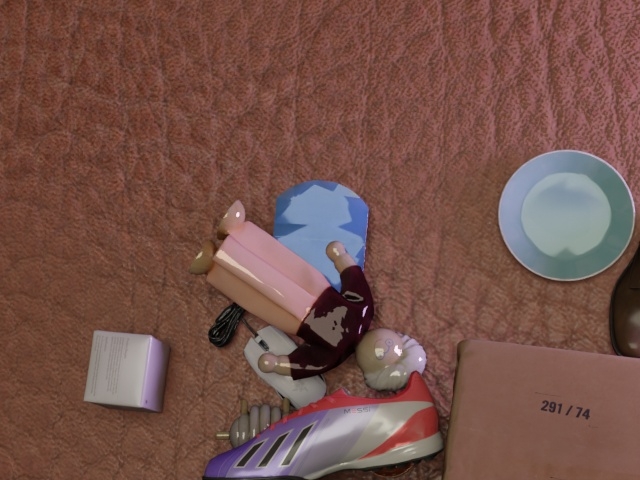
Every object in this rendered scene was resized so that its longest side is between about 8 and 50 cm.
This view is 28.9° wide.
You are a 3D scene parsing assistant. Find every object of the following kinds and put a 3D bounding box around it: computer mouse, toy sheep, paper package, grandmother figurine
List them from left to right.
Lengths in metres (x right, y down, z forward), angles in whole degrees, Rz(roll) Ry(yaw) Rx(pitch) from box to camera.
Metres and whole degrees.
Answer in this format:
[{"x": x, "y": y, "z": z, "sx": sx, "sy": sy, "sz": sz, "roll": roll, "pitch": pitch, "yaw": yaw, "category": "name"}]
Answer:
[{"x": -0.078, "y": 0.263, "z": 1.701, "sx": 0.132, "sy": 0.091, "sz": 0.091, "roll": -4, "pitch": 77, "yaw": 2, "category": "toy sheep"}, {"x": -0.068, "y": 0.156, "z": 1.743, "sx": 0.106, "sy": 0.042, "sz": 0.193, "roll": -45, "pitch": 76, "yaw": -4, "category": "computer mouse"}, {"x": -0.012, "y": 0.099, "z": 1.698, "sx": 0.342, "sy": 0.104, "sz": 0.208, "roll": 32, "pitch": 88, "yaw": 6, "category": "grandmother figurine"}, {"x": 0.309, "y": 0.294, "z": 1.529, "sx": 0.324, "sy": 0.168, "sz": 0.310, "roll": 6, "pitch": 43, "yaw": 9, "category": "paper package"}]

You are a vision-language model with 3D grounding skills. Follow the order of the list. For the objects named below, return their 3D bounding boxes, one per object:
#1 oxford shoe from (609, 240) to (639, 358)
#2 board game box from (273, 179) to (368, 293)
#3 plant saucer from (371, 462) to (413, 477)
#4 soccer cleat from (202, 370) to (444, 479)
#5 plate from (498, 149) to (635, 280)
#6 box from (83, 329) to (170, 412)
[{"x": 0.443, "y": 0.053, "z": 1.666, "sx": 0.082, "sy": 0.096, "sz": 0.227, "roll": 16, "pitch": 82, "yaw": 9, "category": "oxford shoe"}, {"x": 0.000, "y": 0.000, "z": 1.774, "sx": 0.133, "sy": 0.033, "sz": 0.169, "roll": 4, "pitch": 85, "yaw": 7, "category": "board game box"}, {"x": 0.094, "y": 0.283, "z": 1.707, "sx": 0.083, "sy": 0.013, "sz": 0.084, "roll": -2, "pitch": 78, "yaw": 7, "category": "plant saucer"}, {"x": -0.002, "y": 0.254, "z": 1.622, "sx": 0.318, "sy": 0.108, "sz": 0.117, "roll": -11, "pitch": 88, "yaw": -1, "category": "soccer cleat"}, {"x": 0.342, "y": -0.034, "z": 1.735, "sx": 0.188, "sy": 0.024, "sz": 0.188, "roll": -2, "pitch": 78, "yaw": 8, "category": "plate"}, {"x": -0.268, "y": 0.184, "z": 1.735, "sx": 0.087, "sy": 0.102, "sz": 0.101, "roll": 4, "pitch": 78, "yaw": 11, "category": "box"}]
